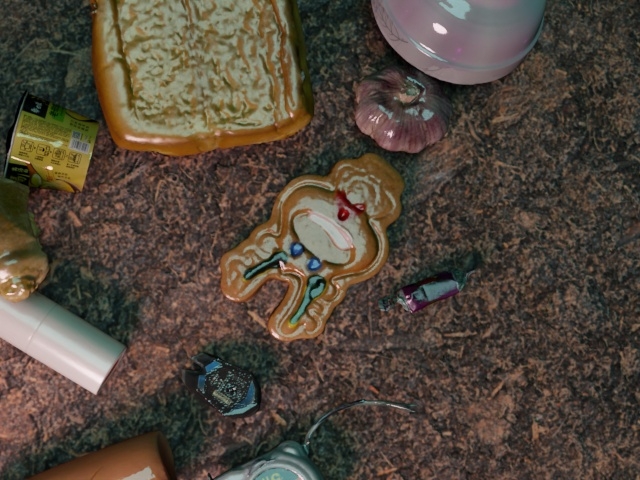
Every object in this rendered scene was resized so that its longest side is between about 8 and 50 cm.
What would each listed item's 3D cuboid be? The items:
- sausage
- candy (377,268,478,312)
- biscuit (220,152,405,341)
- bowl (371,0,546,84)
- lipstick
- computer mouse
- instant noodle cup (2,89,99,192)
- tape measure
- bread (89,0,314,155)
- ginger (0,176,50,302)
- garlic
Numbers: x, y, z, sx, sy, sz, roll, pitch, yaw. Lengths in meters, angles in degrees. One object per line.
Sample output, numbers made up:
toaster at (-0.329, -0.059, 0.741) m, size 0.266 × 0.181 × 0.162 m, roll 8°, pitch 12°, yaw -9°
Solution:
sausage at (-0.358, 0.383, 1.515) m, size 0.304 × 0.121 × 0.121 m, roll -21°, pitch 86°, yaw -6°
candy at (0.173, 0.081, 1.644) m, size 0.175 × 0.045 × 0.043 m, roll -20°, pitch 101°, yaw -7°
biscuit at (0.000, 0.000, 1.634) m, size 0.202 × 0.047 × 0.334 m, roll 43°, pitch 81°, yaw 0°
bowl at (0.233, -0.401, 1.619) m, size 0.287 × 0.144 × 0.286 m, roll 5°, pitch 68°, yaw -13°
lipstick at (-0.452, 0.111, 1.551) m, size 0.327 × 0.087 × 0.087 m, roll 31°, pitch 81°, yaw -1°
computer mouse at (-0.150, 0.226, 1.592) m, size 0.135 × 0.047 × 0.079 m, roll 31°, pitch 69°, yaw 10°
instant noodle cup at (-0.406, -0.138, 1.562) m, size 0.122 × 0.151 × 0.151 m, roll 16°, pitch 82°, yaw -12°
tape measure at (0.007, 0.350, 1.573) m, size 0.330 × 0.084 × 0.164 m, roll -22°, pitch 88°, yaw -7°
bread at (-0.188, -0.298, 1.602) m, size 0.328 × 0.148 × 0.336 m, roll -12°, pitch 87°, yaw -3°
ginger at (-0.506, 0.020, 1.456) m, size 0.221 × 0.130 × 0.275 m, roll 39°, pitch 69°, yaw -8°
garlic at (0.132, -0.212, 1.644) m, size 0.159 × 0.102 × 0.147 m, roll 22°, pitch 78°, yaw -2°
